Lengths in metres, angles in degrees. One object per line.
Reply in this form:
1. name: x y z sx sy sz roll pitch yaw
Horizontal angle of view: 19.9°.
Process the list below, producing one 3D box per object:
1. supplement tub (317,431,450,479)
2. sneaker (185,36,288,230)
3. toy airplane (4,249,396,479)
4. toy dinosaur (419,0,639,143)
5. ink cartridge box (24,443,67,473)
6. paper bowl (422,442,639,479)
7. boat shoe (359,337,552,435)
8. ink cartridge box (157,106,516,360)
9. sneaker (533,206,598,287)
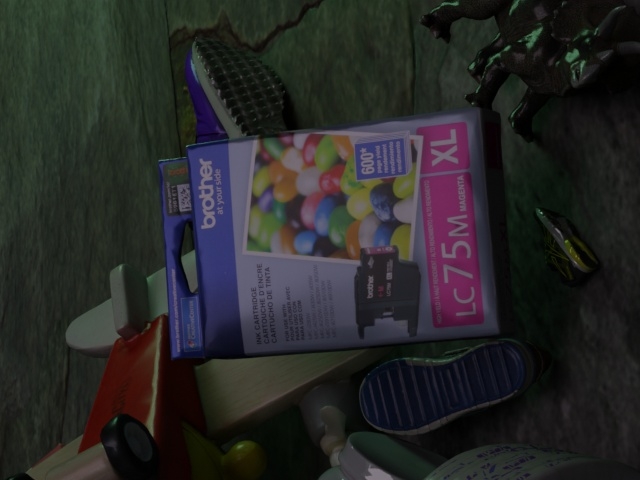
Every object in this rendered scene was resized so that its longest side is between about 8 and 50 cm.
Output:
1. supplement tub: 0.044 0.276 1.524 0.144 0.144 0.199 33 105 51
2. sneaker: -0.095 -0.078 1.853 0.146 0.102 0.293 -52 43 29
3. toy airplane: -0.131 0.194 1.712 0.384 0.272 0.386 -49 25 -21
4. toy dinosaur: 0.181 -0.191 1.549 0.160 0.121 0.313 -44 42 19
5. ink cartridge box: -0.274 0.336 1.980 0.115 0.067 0.198 -41 49 37
6. paper bowl: 0.134 0.284 1.291 0.148 0.284 0.284 5 83 55
7. boat shoe: 0.116 0.124 1.541 0.183 0.066 0.066 -15 83 40
8. ink cartridge box: 0.000 0.000 1.512 0.311 0.065 0.185 -6 85 23
9. sneaker: 0.195 0.005 1.509 0.035 0.031 0.083 -57 41 25
